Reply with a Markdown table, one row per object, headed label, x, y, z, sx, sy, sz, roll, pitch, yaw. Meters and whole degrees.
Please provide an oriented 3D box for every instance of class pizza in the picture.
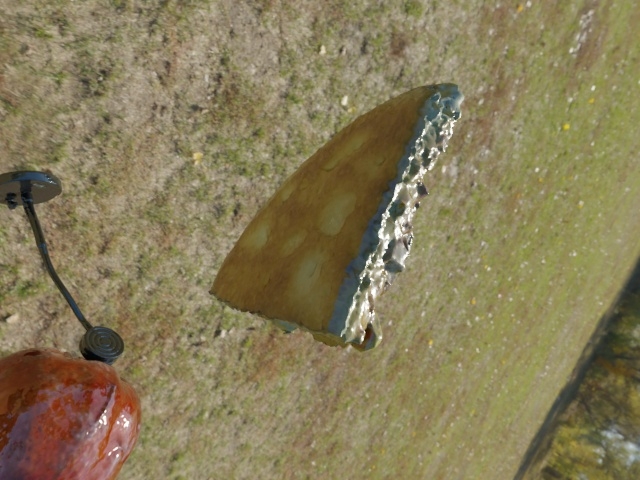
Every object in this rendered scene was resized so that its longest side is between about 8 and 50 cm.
| label | x | y | z | sx | sy | sz | roll | pitch | yaw |
| --- | --- | --- | --- | --- | --- | --- | --- | --- | --- |
| pizza | 0.005 | -0.030 | 0.503 | 0.087 | 0.258 | 0.268 | 32 | 76 | -35 |

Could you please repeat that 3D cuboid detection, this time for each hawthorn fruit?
| label | x | y | z | sx | sy | sz | roll | pitch | yaw |
| --- | --- | --- | --- | --- | --- | --- | --- | --- | --- |
| hawthorn fruit | -0.377 | 0.286 | 0.630 | 0.241 | 0.242 | 0.271 | 69 | 25 | -49 |

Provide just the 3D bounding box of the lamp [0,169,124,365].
| label | x | y | z | sx | sy | sz | roll | pitch | yaw |
| --- | --- | --- | --- | --- | --- | --- | --- | --- | --- |
| lamp | -0.424 | 0.028 | 0.780 | 0.108 | 0.371 | 0.130 | -43 | 159 | 17 |
